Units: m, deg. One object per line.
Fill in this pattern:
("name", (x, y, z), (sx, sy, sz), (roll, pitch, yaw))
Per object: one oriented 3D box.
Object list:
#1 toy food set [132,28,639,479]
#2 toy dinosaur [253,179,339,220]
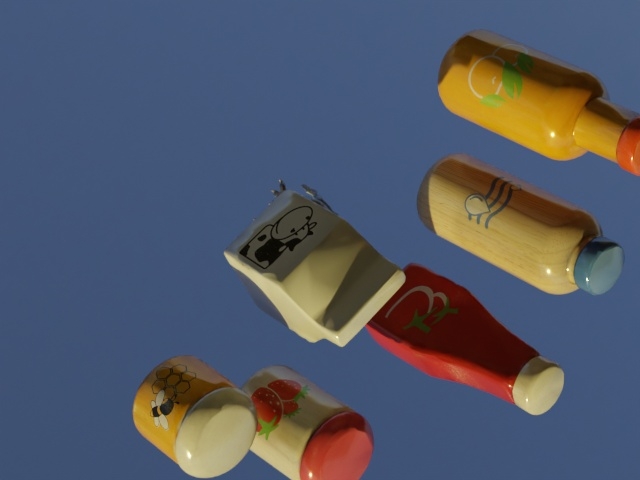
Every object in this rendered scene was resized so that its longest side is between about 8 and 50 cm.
("toy food set", (0.042, 0.029, 0.619), (0.232, 0.111, 0.104), (-45, -133, -17))
("toy dinosaur", (0.000, 0.000, 0.848), (0.082, 0.090, 0.047), (22, -85, -34))
